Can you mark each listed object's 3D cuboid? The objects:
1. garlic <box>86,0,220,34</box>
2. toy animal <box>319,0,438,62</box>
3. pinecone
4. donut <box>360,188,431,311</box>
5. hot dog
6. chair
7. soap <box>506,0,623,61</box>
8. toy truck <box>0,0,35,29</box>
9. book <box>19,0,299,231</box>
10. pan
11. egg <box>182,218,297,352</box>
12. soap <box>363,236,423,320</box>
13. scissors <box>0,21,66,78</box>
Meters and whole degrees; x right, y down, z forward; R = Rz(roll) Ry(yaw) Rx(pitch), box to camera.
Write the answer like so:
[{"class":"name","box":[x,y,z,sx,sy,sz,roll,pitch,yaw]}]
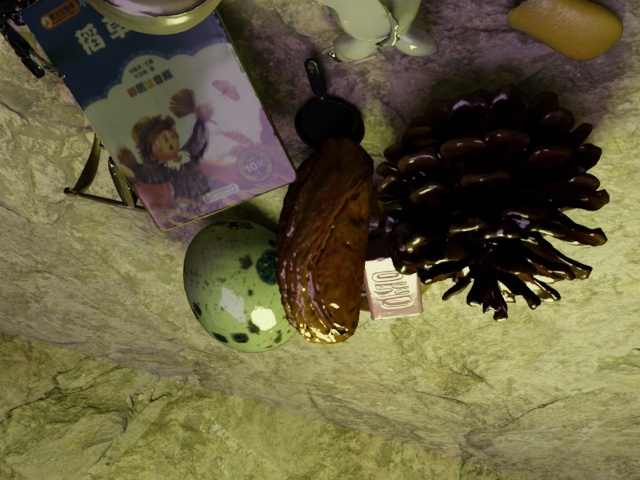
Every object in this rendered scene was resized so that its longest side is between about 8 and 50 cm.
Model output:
[{"class":"garlic","box":[-0.210,-0.395,0.711,0.291,0.210,0.237,-1,136,-10]},{"class":"toy animal","box":[0.044,-0.353,0.775,0.208,0.154,0.325,4,150,23]},{"class":"pinecone","box":[0.296,-0.049,0.982,0.397,0.398,0.398,8,146,6]},{"class":"donut","box":[0.104,0.023,1.319,0.329,0.160,0.330,2,136,2]},{"class":"hot dog","box":[0.000,0.000,1.077,0.174,0.267,0.388,3,103,-8]},{"class":"chair","box":[-0.369,-0.162,1.155,0.272,0.188,0.166,8,145,1]},{"class":"soap","box":[0.356,-0.316,0.835,0.168,0.033,0.089,22,143,-15]},{"class":"toy truck","box":[-0.507,-0.419,0.884,0.242,0.101,0.125,-23,96,43]},{"class":"book","box":[-0.254,-0.237,0.953,0.300,0.039,0.428,-19,115,20]},{"class":"pan","box":[0.009,-0.245,1.049,0.136,0.028,0.235,2,148,13]},{"class":"egg","box":[-0.177,0.110,1.396,0.287,0.288,0.379,1,141,16]},{"class":"soap","box":[0.151,0.081,1.216,0.122,0.066,0.203,-9,135,7]},{"class":"scissors","box":[-0.478,-0.303,0.967,0.300,0.022,0.109,34,157,44]}]
